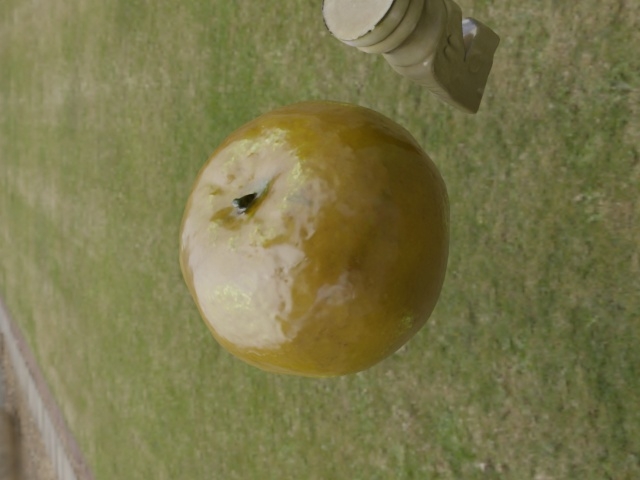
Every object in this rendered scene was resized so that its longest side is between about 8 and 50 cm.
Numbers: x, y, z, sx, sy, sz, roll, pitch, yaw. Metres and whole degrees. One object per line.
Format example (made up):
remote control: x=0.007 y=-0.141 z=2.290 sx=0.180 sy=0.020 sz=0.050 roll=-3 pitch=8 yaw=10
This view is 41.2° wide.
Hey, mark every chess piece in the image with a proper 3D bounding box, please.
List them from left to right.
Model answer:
chess piece: x=0.097 y=-0.187 z=0.788 sx=0.090 sy=0.200 sz=0.090 roll=-15 pitch=66 yaw=38

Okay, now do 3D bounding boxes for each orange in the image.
orange: x=0.000 y=0.000 z=0.835 sx=0.279 sy=0.235 sz=0.279 roll=-18 pitch=58 yaw=30
